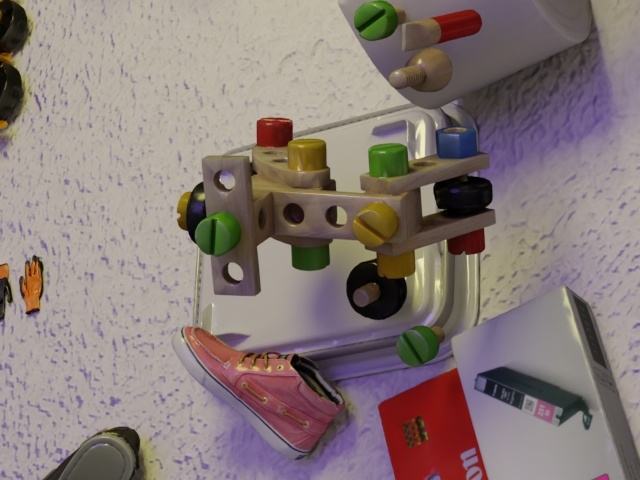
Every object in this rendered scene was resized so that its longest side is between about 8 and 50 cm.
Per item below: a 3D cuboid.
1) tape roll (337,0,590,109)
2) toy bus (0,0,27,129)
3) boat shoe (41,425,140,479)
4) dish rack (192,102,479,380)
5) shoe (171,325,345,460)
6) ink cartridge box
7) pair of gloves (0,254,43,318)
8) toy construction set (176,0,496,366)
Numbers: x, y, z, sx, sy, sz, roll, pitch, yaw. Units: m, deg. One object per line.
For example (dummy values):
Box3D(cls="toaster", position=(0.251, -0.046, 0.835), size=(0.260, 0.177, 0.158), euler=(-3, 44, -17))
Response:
Box3D(cls="tape roll", position=(0.132, -0.270, 1.747), size=(0.169, 0.246, 0.246), euler=(-24, 58, 24))
Box3D(cls="toy bus", position=(-0.481, -0.218, 2.244), size=(0.211, 0.149, 0.220), euler=(-26, 53, 43))
Box3D(cls="boat shoe", position=(-0.269, 0.285, 1.900), size=(0.081, 0.069, 0.228), euler=(44, 105, -1))
Box3D(cls="dish rack", position=(0.000, 0.000, 1.835), size=(0.333, 0.072, 0.285), euler=(-12, 62, 30))
Box3D(cls="shoe", position=(-0.059, 0.129, 1.777), size=(0.178, 0.063, 0.081), euler=(43, 111, 6))
Box3D(cls="ink cartridge box", position=(0.165, 0.210, 1.629), size=(0.239, 0.060, 0.275), euler=(-27, 56, 22))
Box3D(cls="pair of gloves", position=(-0.355, 0.056, 2.099), size=(0.083, 0.010, 0.074), euler=(-16, 62, 30))
Box3D(cls="toy construction set", position=(0.016, -0.061, 1.580), size=(0.257, 0.237, 0.309), euler=(31, 114, 19))
